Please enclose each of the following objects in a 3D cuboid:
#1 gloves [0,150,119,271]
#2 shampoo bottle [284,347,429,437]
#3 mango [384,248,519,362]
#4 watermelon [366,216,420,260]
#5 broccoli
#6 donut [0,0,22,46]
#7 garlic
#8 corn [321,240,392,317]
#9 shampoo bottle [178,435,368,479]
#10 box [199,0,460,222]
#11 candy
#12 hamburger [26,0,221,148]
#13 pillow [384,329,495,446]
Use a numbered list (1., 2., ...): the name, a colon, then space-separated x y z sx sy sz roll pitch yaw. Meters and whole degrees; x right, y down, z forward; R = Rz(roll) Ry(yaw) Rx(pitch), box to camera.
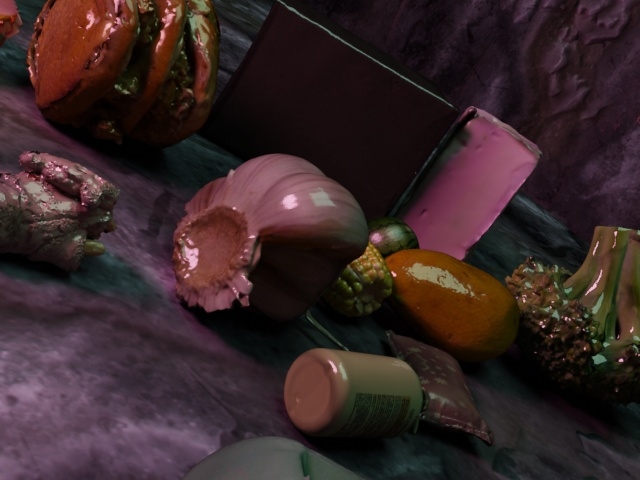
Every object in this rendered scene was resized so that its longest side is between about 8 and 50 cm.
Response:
1. gloves: -0.248 -0.031 0.710 0.111 0.094 0.144 27 24 17
2. shampoo bottle: 0.046 0.147 0.755 0.162 0.079 0.079 14 27 -44
3. mango: 0.171 0.083 1.055 0.227 0.109 0.147 22 46 -28
4. watermelon: 0.085 0.015 1.123 0.109 0.109 0.109 30 19 -11
5. broccoli: 0.403 0.122 1.196 0.288 0.236 0.259 19 56 -57
6. donut: -0.480 -0.293 0.979 0.199 0.085 0.233 43 20 27
7. garlic: -0.047 0.042 0.818 0.207 0.207 0.256 -18 89 -67
8. corn: 0.000 0.000 1.027 0.093 0.093 0.244 14 26 -45
9. shampoo bottle: 0.060 0.234 0.451 0.350 0.151 0.221 29 21 -9
10. box: 0.013 -0.224 1.355 0.345 0.251 0.204 30 19 -12
11. candy: 0.246 -0.086 1.375 0.156 0.265 0.116 34 15 1
12. hamburger: -0.247 -0.249 1.037 0.211 0.245 0.261 16 5 -38
13. pillow: 0.134 0.163 0.914 0.118 0.043 0.185 25 20 -16
